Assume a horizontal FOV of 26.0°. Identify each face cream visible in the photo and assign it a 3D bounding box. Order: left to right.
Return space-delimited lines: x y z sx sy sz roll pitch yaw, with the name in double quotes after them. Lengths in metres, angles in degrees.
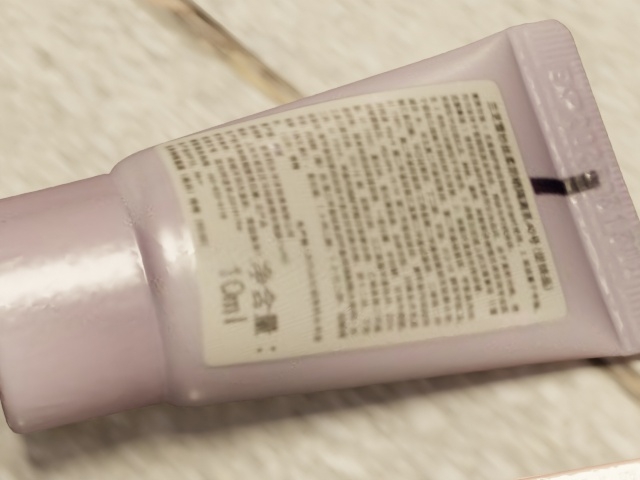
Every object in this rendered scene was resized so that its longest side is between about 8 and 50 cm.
0.000 0.000 0.560 0.274 0.096 0.154 -13 71 -13 "face cream"

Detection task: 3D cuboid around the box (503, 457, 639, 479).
0.119 0.147 0.524 0.089 0.043 0.125 -9 74 2 "box"
